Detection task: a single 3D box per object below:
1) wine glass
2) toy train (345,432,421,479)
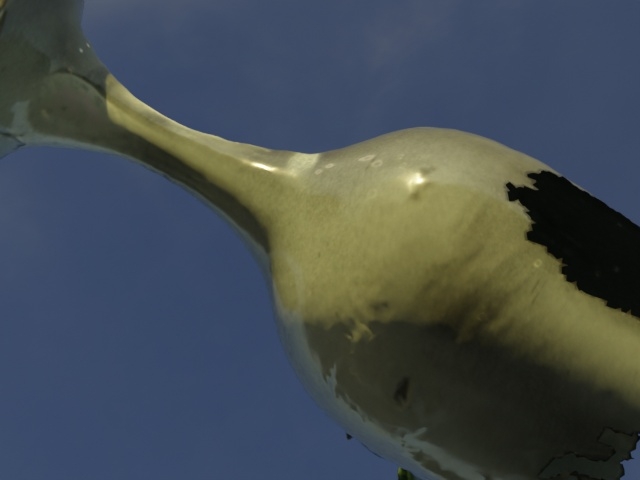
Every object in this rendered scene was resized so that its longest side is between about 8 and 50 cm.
[{"bbox_3d":[0.000,0.000,0.758,0.321,0.143,0.143,26,-70,2],"label":"wine glass"},{"bbox_3d":[0.086,0.129,0.884,0.132,0.083,0.200,-12,-73,-24],"label":"toy train"}]
